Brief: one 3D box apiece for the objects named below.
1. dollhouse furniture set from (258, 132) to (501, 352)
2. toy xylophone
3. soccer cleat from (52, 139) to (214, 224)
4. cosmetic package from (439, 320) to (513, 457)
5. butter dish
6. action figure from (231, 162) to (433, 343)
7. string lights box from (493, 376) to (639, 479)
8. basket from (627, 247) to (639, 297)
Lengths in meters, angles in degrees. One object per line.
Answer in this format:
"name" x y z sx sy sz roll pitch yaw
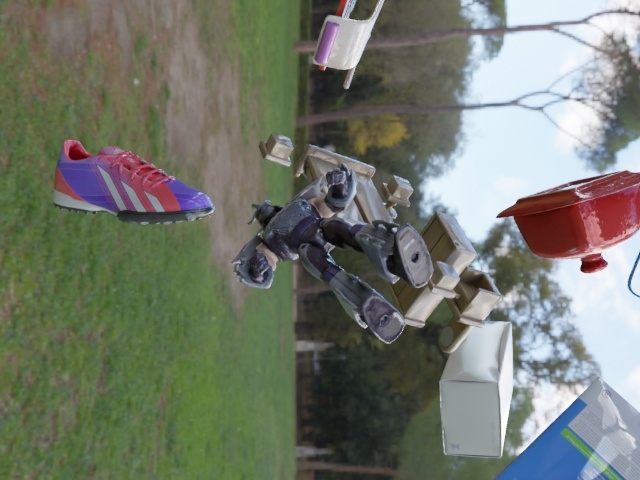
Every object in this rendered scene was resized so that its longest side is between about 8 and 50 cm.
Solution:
"dollhouse furniture set" 0.059 0.020 1.247 0.173 0.356 0.303 -58 -149 27
"toy xylophone" 0.069 -0.439 1.493 0.236 0.081 0.322 113 -2 -46
"soccer cleat" -0.309 -0.094 1.242 0.109 0.318 0.116 -11 108 -59
"cosmetic package" 0.320 0.287 1.548 0.309 0.113 0.160 -44 131 -67
"butter dish" 0.335 -0.016 0.979 0.160 0.160 0.118 -10 -84 63
"action figure" 0.000 0.000 0.872 0.285 0.185 0.099 28 -11 49
"string lights box" 0.228 0.272 0.745 0.133 0.260 0.076 45 -16 24
"basket" 0.817 0.009 1.649 0.201 0.255 0.288 -23 125 -77
